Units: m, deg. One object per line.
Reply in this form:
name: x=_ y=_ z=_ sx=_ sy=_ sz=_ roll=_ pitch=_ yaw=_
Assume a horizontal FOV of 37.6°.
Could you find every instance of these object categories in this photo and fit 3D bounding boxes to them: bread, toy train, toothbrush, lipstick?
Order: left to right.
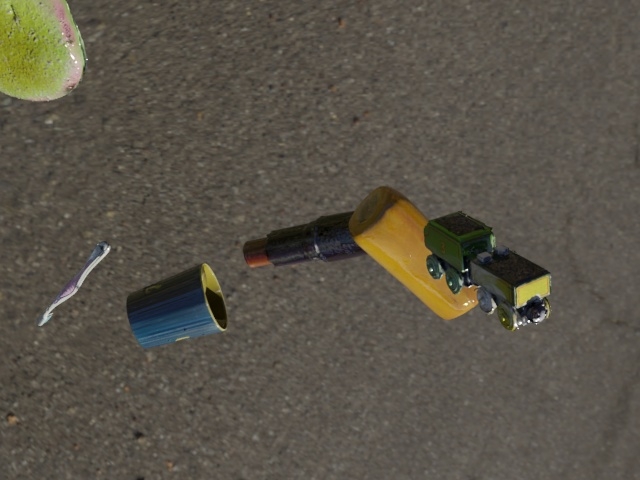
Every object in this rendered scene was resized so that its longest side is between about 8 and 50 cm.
bread: x=-0.434 y=-0.291 z=1.312 sx=0.228 sy=0.229 sz=0.033 roll=59 pitch=36 yaw=-25
toothbrush: x=-0.332 y=0.060 z=1.252 sx=0.017 sy=0.204 sz=0.022 roll=51 pitch=37 yaw=5
lipstick: x=0.000 y=0.000 z=1.567 sx=0.081 sy=0.300 sz=0.081 roll=28 pitch=57 yaw=-55
bread: x=0.144 y=0.024 z=1.314 sx=0.239 sy=0.074 sz=0.092 roll=41 pitch=82 yaw=-29
toy train: x=0.184 y=0.030 z=1.053 sx=0.060 sy=0.202 sz=0.081 roll=-19 pitch=118 yaw=-20

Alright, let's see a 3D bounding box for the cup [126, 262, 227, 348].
cup: x=-0.264 y=0.126 z=1.756 sx=0.155 sy=0.176 sz=0.131 roll=-18 pitch=89 yaw=5
